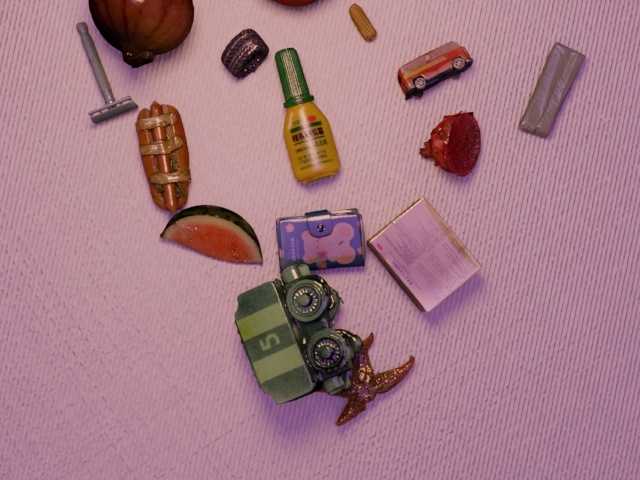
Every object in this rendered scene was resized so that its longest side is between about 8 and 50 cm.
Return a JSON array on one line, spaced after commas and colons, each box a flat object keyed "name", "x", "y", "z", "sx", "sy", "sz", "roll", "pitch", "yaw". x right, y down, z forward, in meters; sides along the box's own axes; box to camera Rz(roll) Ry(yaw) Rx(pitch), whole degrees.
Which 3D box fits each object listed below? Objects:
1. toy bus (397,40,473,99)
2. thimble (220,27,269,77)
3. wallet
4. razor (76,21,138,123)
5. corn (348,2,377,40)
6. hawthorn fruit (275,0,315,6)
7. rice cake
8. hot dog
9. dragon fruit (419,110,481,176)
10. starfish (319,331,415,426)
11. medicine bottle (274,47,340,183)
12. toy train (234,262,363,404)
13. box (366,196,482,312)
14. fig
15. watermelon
[{"name": "toy bus", "x": 0.261, "y": -0.396, "z": 1.685, "sx": 0.174, "sy": 0.079, "sz": 0.077, "roll": -28, "pitch": 81, "yaw": -2}, {"name": "thimble", "x": -0.172, "y": -0.426, "z": 1.664, "sx": 0.066, "sy": 0.095, "sz": 0.104, "roll": 49, "pitch": 124, "yaw": 8}, {"name": "wallet", "x": 0.000, "y": 0.000, "z": 1.682, "sx": 0.202, "sy": 0.059, "sz": 0.141, "roll": -6, "pitch": 96, "yaw": 0}, {"name": "razor", "x": -0.511, "y": -0.391, "z": 1.669, "sx": 0.106, "sy": 0.068, "sz": 0.232, "roll": -23, "pitch": 86, "yaw": -2}, {"name": "corn", "x": 0.097, "y": -0.507, "z": 1.698, "sx": 0.037, "sy": 0.037, "sz": 0.092, "roll": -30, "pitch": 88, "yaw": -2}, {"name": "hawthorn fruit", "x": -0.048, "y": -0.671, "z": 1.567, "sx": 0.276, "sy": 0.307, "sz": 0.276, "roll": 2, "pitch": 83, "yaw": -14}, {"name": "rice cake", "x": 0.541, "y": -0.348, "z": 1.709, "sx": 0.080, "sy": 0.042, "sz": 0.222, "roll": 25, "pitch": 88, "yaw": -6}, {"name": "hot dog", "x": -0.355, "y": -0.187, "z": 1.665, "sx": 0.109, "sy": 0.072, "sz": 0.269, "roll": -10, "pitch": 89, "yaw": 0}, {"name": "dragon fruit", "x": 0.289, "y": -0.228, "z": 1.679, "sx": 0.111, "sy": 0.153, "sz": 0.153, "roll": 12, "pitch": 89, "yaw": 39}, {"name": "starfish", "x": 0.094, "y": 0.314, "z": 1.691, "sx": 0.247, "sy": 0.050, "sz": 0.138, "roll": -38, "pitch": 90, "yaw": -9}, {"name": "medicine bottle", "x": -0.042, "y": -0.288, "z": 1.673, "sx": 0.111, "sy": 0.076, "sz": 0.309, "roll": -16, "pitch": 89, "yaw": -3}, {"name": "toy train", "x": -0.048, "y": 0.212, "z": 1.614, "sx": 0.238, "sy": 0.167, "sz": 0.299, "roll": -24, "pitch": 76, "yaw": 9}, {"name": "box", "x": 0.234, "y": 0.033, "z": 1.670, "sx": 0.168, "sy": 0.095, "sz": 0.212, "roll": -39, "pitch": 90, "yaw": -3}, {"name": "fig", "x": -0.396, "y": -0.498, "z": 1.581, "sx": 0.235, "sy": 0.235, "sz": 0.214, "roll": 36, "pitch": 93, "yaw": -1}, {"name": "watermelon", "x": -0.242, "y": -0.016, "z": 1.678, "sx": 0.245, "sy": 0.063, "sz": 0.119, "roll": 14, "pitch": 108, "yaw": -7}]
